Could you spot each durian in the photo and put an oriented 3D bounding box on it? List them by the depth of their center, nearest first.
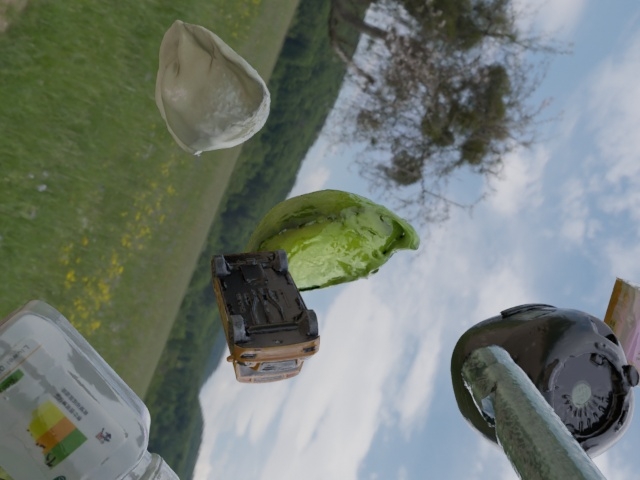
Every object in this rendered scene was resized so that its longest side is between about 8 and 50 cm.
[{"bbox_3d":[0.000,0.000,0.986,0.250,0.139,0.101,-23,-145,15],"label":"durian"}]

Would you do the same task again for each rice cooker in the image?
[{"bbox_3d":[0.360,0.229,1.163,0.224,0.267,0.267,-8,-120,68],"label":"rice cooker"}]

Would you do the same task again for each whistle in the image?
[{"bbox_3d":[0.190,0.182,0.611,0.312,0.062,0.062,-109,-138,-71],"label":"whistle"}]

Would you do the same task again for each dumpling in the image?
[{"bbox_3d":[-0.143,-0.191,0.892,0.126,0.166,0.216,-34,-169,-8],"label":"dumpling"}]

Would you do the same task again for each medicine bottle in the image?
[{"bbox_3d":[-0.306,0.226,0.874,0.161,0.296,0.111,-37,-166,-3],"label":"medicine bottle"}]

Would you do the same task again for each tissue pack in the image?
[{"bbox_3d":[0.755,0.221,1.671,0.124,0.185,0.225,-98,-158,-81],"label":"tissue pack"}]

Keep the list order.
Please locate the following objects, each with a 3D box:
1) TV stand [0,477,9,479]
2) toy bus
[{"bbox_3d":[-0.250,0.175,0.464,0.049,0.256,0.040,-60,-151,5],"label":"TV stand"},{"bbox_3d":[-0.061,0.079,0.733,0.194,0.083,0.088,-120,-150,-61],"label":"toy bus"}]
